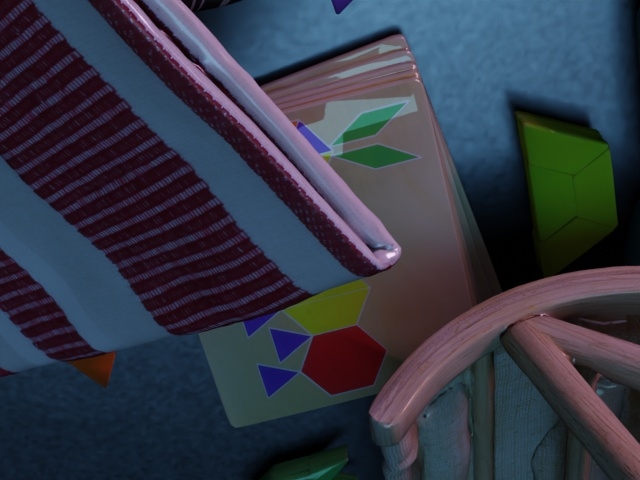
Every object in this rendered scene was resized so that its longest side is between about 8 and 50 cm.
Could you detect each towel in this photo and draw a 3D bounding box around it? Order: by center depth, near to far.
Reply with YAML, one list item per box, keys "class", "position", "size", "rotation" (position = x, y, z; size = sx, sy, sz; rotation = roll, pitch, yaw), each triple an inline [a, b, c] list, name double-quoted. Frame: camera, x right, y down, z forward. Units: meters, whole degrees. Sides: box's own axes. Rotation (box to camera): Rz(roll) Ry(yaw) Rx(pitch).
- class: "towel"
  position: [-0.160, -0.027, 0.555]
  size: [0.329, 0.037, 0.237]
  rotation: [-16, 128, 43]

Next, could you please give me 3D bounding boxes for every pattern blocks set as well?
- class: "pattern blocks set"
  position: [0.000, 0.000, 0.690]
  size: [0.285, 0.026, 0.324]
  rotation: [-7, 121, -1]

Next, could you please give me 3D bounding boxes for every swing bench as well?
- class: "swing bench"
  position: [0.167, 0.162, 0.667]
  size: [0.165, 0.255, 0.253]
  rotation: [-41, 147, -25]

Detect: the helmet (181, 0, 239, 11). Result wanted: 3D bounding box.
- class: "helmet"
  position: [-0.056, -0.162, 0.488]
  size: [0.169, 0.161, 0.169]
  rotation: [-6, 100, -34]

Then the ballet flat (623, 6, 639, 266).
- class: "ballet flat"
  position: [0.183, -0.022, 0.673]
  size: [0.074, 0.074, 0.203]
  rotation: [-5, 119, -3]
